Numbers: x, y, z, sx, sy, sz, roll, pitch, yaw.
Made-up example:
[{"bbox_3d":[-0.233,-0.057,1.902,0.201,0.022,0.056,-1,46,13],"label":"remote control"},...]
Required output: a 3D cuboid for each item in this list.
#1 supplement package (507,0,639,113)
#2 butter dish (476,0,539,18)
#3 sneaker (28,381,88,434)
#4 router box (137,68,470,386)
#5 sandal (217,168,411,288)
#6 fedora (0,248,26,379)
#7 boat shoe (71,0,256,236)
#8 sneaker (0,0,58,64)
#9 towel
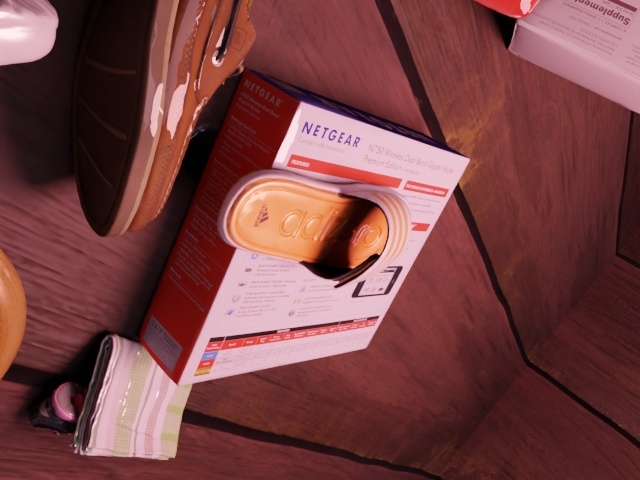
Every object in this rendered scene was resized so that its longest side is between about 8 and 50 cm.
[{"bbox_3d":[0.339,-0.249,0.644,0.145,0.204,0.262,-64,171,18],"label":"supplement package"},{"bbox_3d":[0.153,-0.315,0.533,0.160,0.118,0.160,19,117,-13],"label":"butter dish"},{"bbox_3d":[-0.242,0.178,0.585,0.057,0.047,0.119,-31,146,7],"label":"sneaker"},{"bbox_3d":[0.000,0.000,0.662,0.335,0.082,0.301,4,118,-52],"label":"router box"},{"bbox_3d":[0.019,0.001,0.540,0.265,0.076,0.102,4,118,-51],"label":"sandal"},{"bbox_3d":[-0.290,0.045,0.359,0.194,0.079,0.195,-25,132,-31],"label":"fedora"},{"bbox_3d":[-0.093,-0.140,0.394,0.104,0.110,0.308,-8,127,-45],"label":"boat shoe"},{"bbox_3d":[-0.253,-0.087,0.290,0.232,0.090,0.115,-16,140,-30],"label":"sneaker"},{"bbox_3d":[-0.184,0.169,0.602,0.152,0.023,0.113,47,50,-59],"label":"towel"}]
